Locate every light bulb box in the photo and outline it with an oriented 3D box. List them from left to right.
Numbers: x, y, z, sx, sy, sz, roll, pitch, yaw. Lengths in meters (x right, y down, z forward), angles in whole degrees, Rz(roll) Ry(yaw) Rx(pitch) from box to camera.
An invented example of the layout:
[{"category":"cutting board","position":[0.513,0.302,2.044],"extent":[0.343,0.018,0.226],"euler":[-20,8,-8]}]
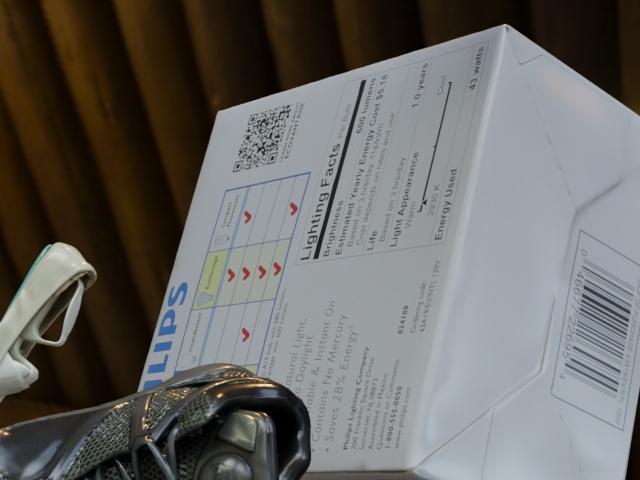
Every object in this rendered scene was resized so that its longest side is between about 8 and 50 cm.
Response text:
[{"category":"light bulb box","position":[0.060,0.058,1.299],"extent":[0.225,0.358,0.361],"euler":[28,-24,-34]}]

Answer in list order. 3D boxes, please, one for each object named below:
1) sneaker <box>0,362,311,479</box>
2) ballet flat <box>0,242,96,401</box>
[{"category":"sneaker","position":[-0.101,0.126,0.801],"extent":[0.130,0.227,0.087],"euler":[-6,-79,64]},{"category":"ballet flat","position":[-0.340,0.115,1.802],"extent":[0.086,0.248,0.086],"euler":[31,-12,8]}]
